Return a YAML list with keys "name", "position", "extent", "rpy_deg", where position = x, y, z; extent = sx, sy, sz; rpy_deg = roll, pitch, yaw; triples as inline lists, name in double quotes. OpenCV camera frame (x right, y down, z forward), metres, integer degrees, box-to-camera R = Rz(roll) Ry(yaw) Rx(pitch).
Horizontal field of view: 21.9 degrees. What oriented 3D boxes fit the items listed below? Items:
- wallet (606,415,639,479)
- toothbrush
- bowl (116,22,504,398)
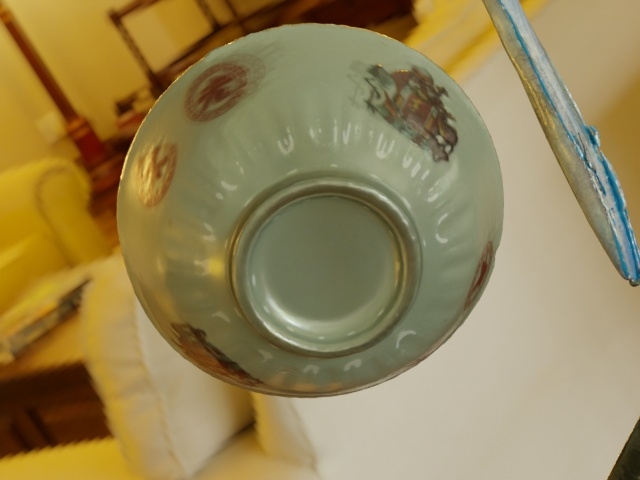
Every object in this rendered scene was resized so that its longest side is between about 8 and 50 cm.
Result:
- name: "wallet"
  position: [0.304, 0.314, 1.520]
  extent: [0.317, 0.169, 0.044]
  rpy_deg: [-65, -12, 20]
- name: "toothbrush"
  position: [0.117, -0.157, 1.068]
  extent: [0.042, 0.413, 0.035]
  rpy_deg: [-26, 0, 36]
- name: "bowl"
  position: [0.000, 0.000, 1.349]
  extent: [0.337, 0.337, 0.157]
  rpy_deg: [-30, 17, 4]
